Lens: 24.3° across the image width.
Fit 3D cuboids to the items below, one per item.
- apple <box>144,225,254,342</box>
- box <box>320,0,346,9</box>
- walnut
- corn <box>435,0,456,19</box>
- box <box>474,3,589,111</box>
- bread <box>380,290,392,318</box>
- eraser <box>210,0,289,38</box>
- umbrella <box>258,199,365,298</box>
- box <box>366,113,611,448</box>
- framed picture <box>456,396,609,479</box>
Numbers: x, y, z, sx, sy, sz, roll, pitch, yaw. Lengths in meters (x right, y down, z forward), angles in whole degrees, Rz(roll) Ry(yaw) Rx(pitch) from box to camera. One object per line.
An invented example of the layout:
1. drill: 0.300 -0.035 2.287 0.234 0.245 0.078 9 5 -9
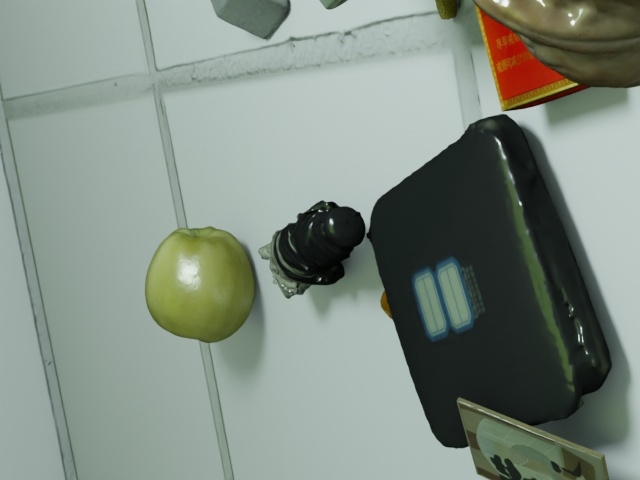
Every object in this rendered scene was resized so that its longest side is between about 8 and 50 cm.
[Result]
1. apple: -0.203 0.075 2.473 0.200 0.200 0.200 36 133 52
2. box: 0.017 -0.471 1.570 0.344 0.177 0.352 53 152 -1
3. walnut: 0.256 -0.274 1.383 0.273 0.227 0.273 23 124 38
4. corn: 0.149 -0.309 1.797 0.028 0.027 0.083 -172 68 -69
5. box: 0.232 -0.272 1.611 0.153 0.074 0.240 -15 89 67
6. bread: 0.107 0.072 2.041 0.047 0.036 0.083 54 148 31
7. eraser: -0.150 -0.476 2.239 0.111 0.077 0.352 -41 66 59
8. umbrella: 0.005 0.004 2.108 0.113 0.106 0.357 67 163 3
9. box: 0.197 0.062 1.807 0.350 0.091 0.359 -38 68 60
10. framed picture: 0.255 0.265 1.753 0.201 0.010 0.136 19 142 37
